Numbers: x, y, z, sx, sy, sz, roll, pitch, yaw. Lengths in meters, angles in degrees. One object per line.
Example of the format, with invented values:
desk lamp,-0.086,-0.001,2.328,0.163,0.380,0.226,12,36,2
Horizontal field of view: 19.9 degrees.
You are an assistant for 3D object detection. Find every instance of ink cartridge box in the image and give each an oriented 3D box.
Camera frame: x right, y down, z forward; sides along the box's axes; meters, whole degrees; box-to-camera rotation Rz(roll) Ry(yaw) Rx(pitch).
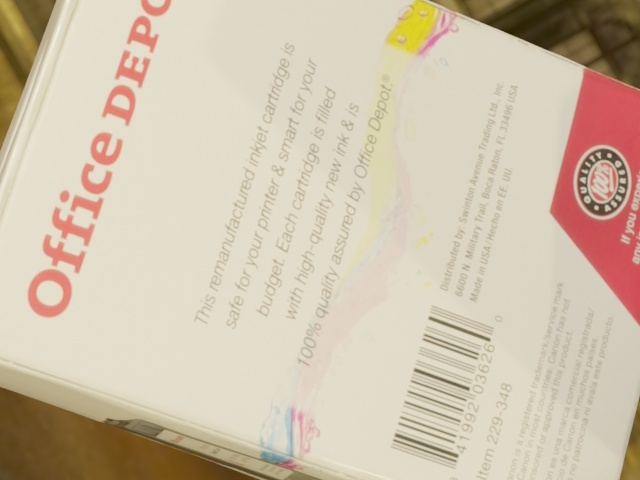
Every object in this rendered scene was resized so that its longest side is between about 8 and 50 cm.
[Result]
ink cartridge box,0.000,0.000,0.857,0.306,0.226,0.131,21,-15,-12
